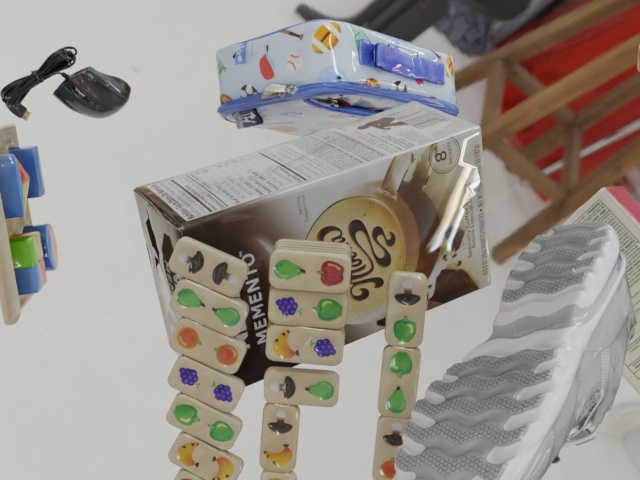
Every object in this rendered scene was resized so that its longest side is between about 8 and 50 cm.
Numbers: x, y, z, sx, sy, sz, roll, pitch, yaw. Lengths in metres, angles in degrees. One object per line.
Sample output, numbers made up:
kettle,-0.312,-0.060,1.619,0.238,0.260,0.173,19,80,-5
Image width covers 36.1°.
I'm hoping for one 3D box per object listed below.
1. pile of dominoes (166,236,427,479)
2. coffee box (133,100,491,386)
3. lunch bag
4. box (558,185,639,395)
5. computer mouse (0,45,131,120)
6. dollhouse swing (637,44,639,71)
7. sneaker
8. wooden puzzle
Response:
pile of dominoes,-0.024,0.124,0.746,0.040,0.196,0.251,-78,172,-75
coffee box,0.000,0.000,0.894,0.297,0.119,0.168,-20,118,-22
lunch bag,0.025,-0.199,1.262,0.303,0.243,0.115,0,88,-48
box,0.407,0.060,1.282,0.232,0.148,0.127,51,24,16
computer mouse,-0.467,-0.256,1.827,0.060,0.184,0.262,64,11,16
dollhouse swing,0.501,-0.284,0.880,0.305,0.315,0.347,25,48,17
sneaker,0.153,0.112,0.659,0.281,0.105,0.115,-49,116,-31
wooden puzzle,-0.539,-0.044,1.768,0.080,0.348,0.322,-9,102,-8
